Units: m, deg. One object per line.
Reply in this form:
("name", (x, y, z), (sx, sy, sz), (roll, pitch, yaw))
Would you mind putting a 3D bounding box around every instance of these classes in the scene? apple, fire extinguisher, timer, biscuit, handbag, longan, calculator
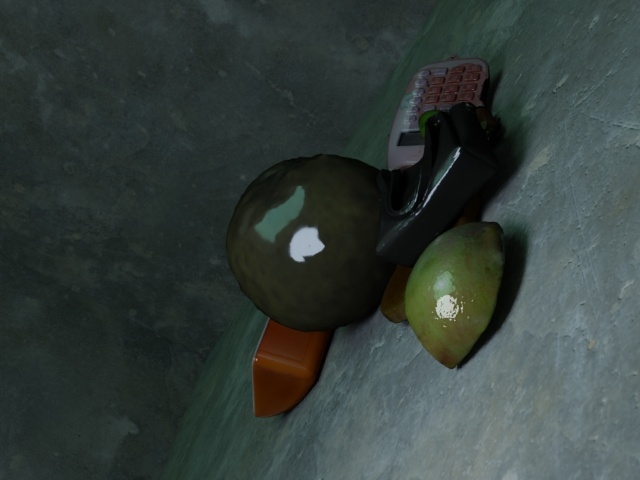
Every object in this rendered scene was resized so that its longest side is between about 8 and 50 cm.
("apple", (0.212, 0.053, 1.380), (0.265, 0.120, 0.193), (-77, 13, -54))
("fire extinguisher", (0.337, -0.233, 1.779), (0.177, 0.050, 0.062), (-89, 21, -69))
("timer", (-0.089, 0.296, 2.231), (0.250, 0.161, 0.258), (115, 176, -48))
("biscuit", (0.210, 0.035, 1.675), (0.273, 0.049, 0.257), (-46, 15, 46))
("handbag", (0.201, -0.115, 1.651), (0.285, 0.113, 0.257), (-52, 19, 29))
("longan", (-0.003, 0.008, 1.987), (0.435, 0.404, 0.404), (4, 63, 51))
("calculator", (0.268, -0.281, 1.963), (0.220, 0.048, 0.330), (1, 61, 35))

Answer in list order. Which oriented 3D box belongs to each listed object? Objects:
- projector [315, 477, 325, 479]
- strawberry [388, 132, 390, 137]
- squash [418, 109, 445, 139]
("projector", (-0.029, 0.499, 1.571), (0.147, 0.061, 0.115), (-49, 13, 50))
("strawberry", (0.282, -0.281, 2.118), (0.236, 0.111, 0.190), (-37, 0, 4))
("squash", (0.275, -0.194, 1.789), (0.082, 0.082, 0.292), (-58, 28, 18))
